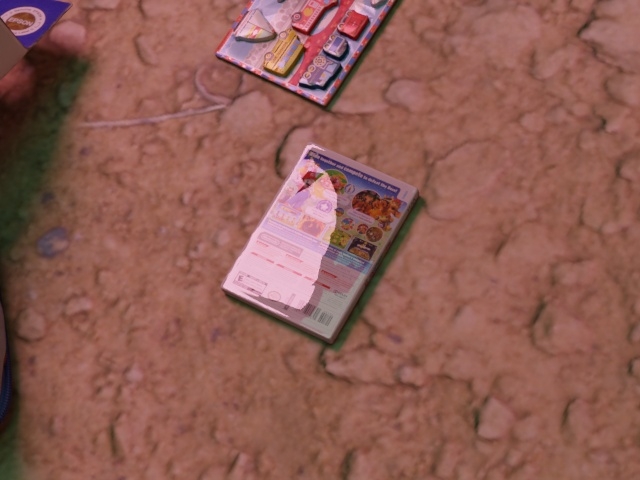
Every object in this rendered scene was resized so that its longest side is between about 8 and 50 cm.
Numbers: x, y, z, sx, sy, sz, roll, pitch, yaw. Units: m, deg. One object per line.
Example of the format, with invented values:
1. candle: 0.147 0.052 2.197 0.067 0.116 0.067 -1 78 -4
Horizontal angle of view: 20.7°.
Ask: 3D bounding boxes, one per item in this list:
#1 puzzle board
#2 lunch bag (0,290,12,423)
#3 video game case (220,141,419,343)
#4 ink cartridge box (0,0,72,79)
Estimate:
1. puzzle board: -0.004 -0.165 1.249 0.096 0.011 0.128 27 72 20
2. lunch bag: -0.363 0.062 1.155 0.303 0.115 0.243 -15 66 2
3. video game case: 0.000 0.000 1.172 0.087 0.011 0.122 24 72 20
4. ink cartridge box: -0.334 -0.090 1.136 0.175 0.069 0.371 15 44 22
